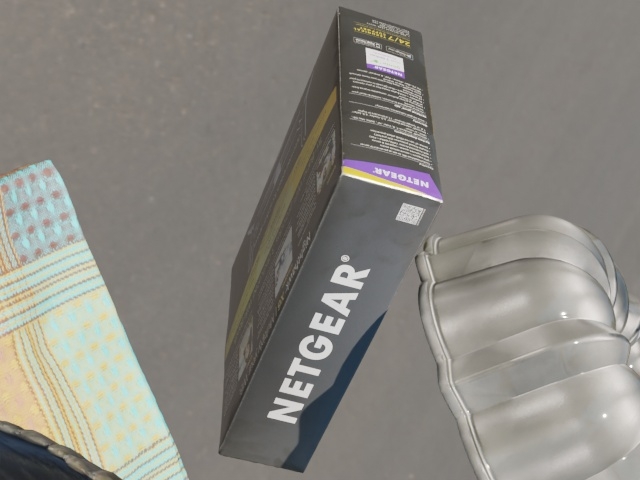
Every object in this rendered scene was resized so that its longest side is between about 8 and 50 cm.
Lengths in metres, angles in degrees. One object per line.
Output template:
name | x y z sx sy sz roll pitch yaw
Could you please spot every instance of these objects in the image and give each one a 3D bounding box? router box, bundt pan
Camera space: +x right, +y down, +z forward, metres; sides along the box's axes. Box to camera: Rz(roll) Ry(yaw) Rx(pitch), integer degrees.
router box | 0.000 0.000 1.039 0.243 0.081 0.309 -90 -161 -51
bundt pan | 0.205 0.121 0.972 0.331 0.124 0.331 52 23 -32

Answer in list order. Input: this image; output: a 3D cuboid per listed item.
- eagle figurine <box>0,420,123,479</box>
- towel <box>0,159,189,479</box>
eagle figurine | -0.060 0.157 0.506 0.225 0.298 0.226 -25 129 -22
towel | -0.165 0.152 0.748 0.370 0.040 0.271 68 26 -9
